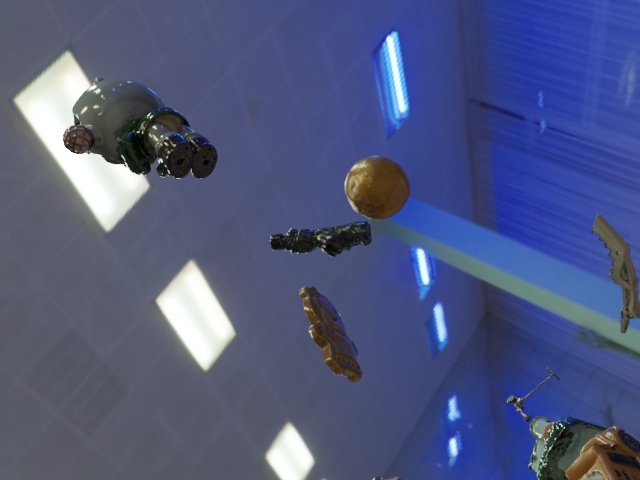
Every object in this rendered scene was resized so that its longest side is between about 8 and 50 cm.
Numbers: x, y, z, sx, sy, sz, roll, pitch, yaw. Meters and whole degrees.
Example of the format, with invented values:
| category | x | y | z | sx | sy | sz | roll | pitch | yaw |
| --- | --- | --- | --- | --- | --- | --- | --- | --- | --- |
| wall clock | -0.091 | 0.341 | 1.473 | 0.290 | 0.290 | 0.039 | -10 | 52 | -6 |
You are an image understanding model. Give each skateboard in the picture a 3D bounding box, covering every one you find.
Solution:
| category | x | y | z | sx | sy | sz | roll | pitch | yaw |
| --- | --- | --- | --- | --- | --- | --- | --- | --- | --- |
| skateboard | 0.329 | 0.233 | 1.123 | 0.083 | 0.032 | 0.064 | -44 | 11 | 3 |

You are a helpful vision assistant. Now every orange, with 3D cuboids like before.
| category | x | y | z | sx | sy | sz | roll | pitch | yaw |
| --- | --- | --- | --- | --- | --- | --- | --- | --- | --- |
| orange | 0.131 | -0.119 | 1.753 | 0.159 | 0.158 | 0.136 | 80 | -154 | -46 |

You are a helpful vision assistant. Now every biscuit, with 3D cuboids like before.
| category | x | y | z | sx | sy | sz | roll | pitch | yaw |
| --- | --- | --- | --- | --- | --- | --- | --- | --- | --- |
| biscuit | 0.022 | 0.162 | 1.299 | 0.027 | 0.184 | 0.133 | -37 | -51 | 18 |

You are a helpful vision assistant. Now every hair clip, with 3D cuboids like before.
| category | x | y | z | sx | sy | sz | roll | pitch | yaw |
| --- | --- | --- | --- | --- | --- | --- | --- | --- | --- |
| hair clip | 0.497 | 0.056 | 1.204 | 0.034 | 0.072 | 0.226 | -39 | -64 | -39 |

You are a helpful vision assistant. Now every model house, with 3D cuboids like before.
| category | x | y | z | sx | sy | sz | roll | pitch | yaw |
| --- | --- | --- | --- | --- | --- | --- | --- | --- | --- |
| model house | 0.617 | 0.530 | 1.835 | 0.291 | 0.253 | 0.185 | 155 | 132 | -79 |

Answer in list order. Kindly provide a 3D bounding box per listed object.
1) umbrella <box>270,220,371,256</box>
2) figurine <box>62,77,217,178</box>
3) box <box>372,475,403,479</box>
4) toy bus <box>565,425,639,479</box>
| category | x | y | z | sx | sy | sz | roll | pitch | yaw |
| --- | --- | --- | --- | --- | --- | --- | --- | --- | --- |
| umbrella | 0.000 | 0.002 | 1.604 | 0.080 | 0.224 | 0.072 | 8 | -102 | -76 |
| figurine | -0.342 | -0.207 | 1.413 | 0.281 | 0.370 | 0.167 | -6 | -64 | -44 |
| box | 0.105 | 0.437 | 1.174 | 0.062 | 0.089 | 0.122 | -36 | 3 | 44 |
| toy bus | 0.375 | 0.323 | 0.933 | 0.088 | 0.194 | 0.083 | 20 | -60 | -21 |
